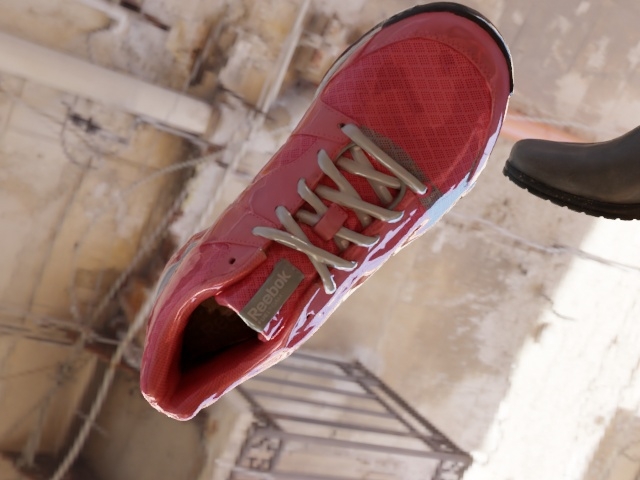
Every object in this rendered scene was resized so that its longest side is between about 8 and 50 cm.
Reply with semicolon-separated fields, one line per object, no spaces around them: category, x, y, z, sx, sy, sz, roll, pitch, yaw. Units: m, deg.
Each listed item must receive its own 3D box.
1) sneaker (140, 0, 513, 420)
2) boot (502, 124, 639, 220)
sneaker;0.000;0.001;0.709;0.314;0.116;0.136;-48;-171;26
boot;0.265;-0.095;0.885;0.247;0.083;0.161;11;-69;16
